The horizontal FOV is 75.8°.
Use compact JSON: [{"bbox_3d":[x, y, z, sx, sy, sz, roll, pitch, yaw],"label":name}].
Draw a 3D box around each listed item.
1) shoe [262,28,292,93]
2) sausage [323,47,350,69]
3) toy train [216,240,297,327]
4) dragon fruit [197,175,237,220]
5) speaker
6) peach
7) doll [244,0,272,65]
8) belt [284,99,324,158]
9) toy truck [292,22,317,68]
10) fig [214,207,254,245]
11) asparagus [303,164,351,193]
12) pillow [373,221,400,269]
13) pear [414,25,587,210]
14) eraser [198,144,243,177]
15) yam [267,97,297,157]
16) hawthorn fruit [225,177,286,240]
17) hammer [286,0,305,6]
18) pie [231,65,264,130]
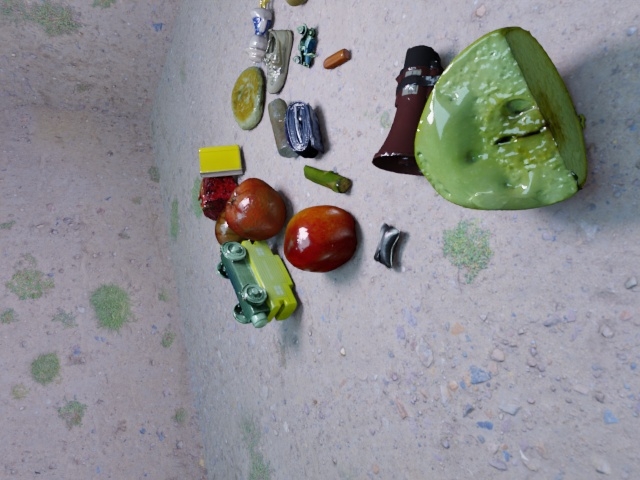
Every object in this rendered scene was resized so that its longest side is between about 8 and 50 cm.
[{"bbox_3d":[-0.201,-0.788,1.812,0.103,0.098,0.275,41,125,51],"label":"shoe"},{"bbox_3d":[0.054,-0.657,1.493,0.131,0.041,0.039,4,91,55],"label":"sausage"},{"bbox_3d":[-0.275,0.171,1.779,0.442,0.272,0.179,59,136,31],"label":"toy train"},{"bbox_3d":[-0.540,-0.198,2.261,0.240,0.302,0.330,21,135,17],"label":"dragon fruit"},{"bbox_3d":[0.276,-0.346,1.074,0.259,0.198,0.330,-162,82,-67],"label":"speaker"},{"bbox_3d":[0.000,0.000,1.470,0.274,0.245,0.249,-17,105,43],"label":"peach"},{"bbox_3d":[-0.282,-0.966,1.917,0.138,0.119,0.293,22,103,61],"label":"doll"},{"bbox_3d":[-0.061,-0.425,1.604,0.122,0.128,0.218,-15,75,24],"label":"belt"},{"bbox_3d":[-0.049,-0.764,1.617,0.078,0.080,0.154,17,106,32],"label":"toy truck"},{"bbox_3d":[-0.393,-0.059,1.998,0.214,0.235,0.235,-9,82,28],"label":"fig"},{"bbox_3d":[0.012,-0.234,1.548,0.277,0.060,0.067,27,123,52],"label":"asparagus"},{"bbox_3d":[0.206,0.016,1.282,0.091,0.055,0.136,-99,21,-75],"label":"pillow"},{"bbox_3d":[0.351,-0.225,0.880,0.318,0.238,0.342,-22,99,46],"label":"pear"},{"bbox_3d":[-0.525,-0.419,2.169,0.069,0.226,0.158,101,162,-66],"label":"eraser"},{"bbox_3d":[-0.157,-0.475,1.747,0.106,0.106,0.259,-40,55,48],"label":"yam"},{"bbox_3d":[-0.279,-0.124,1.808,0.275,0.299,0.275,-15,56,24],"label":"hawthorn fruit"},{"bbox_3d":[-0.059,-1.095,1.603,0.305,0.113,0.202,-37,64,43],"label":"hammer"},{"bbox_3d":[-0.360,-0.720,2.066,0.323,0.070,0.323,-2,88,52],"label":"pie"}]
